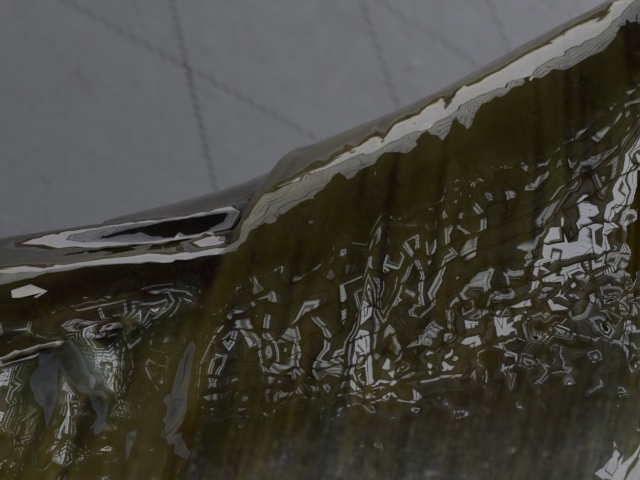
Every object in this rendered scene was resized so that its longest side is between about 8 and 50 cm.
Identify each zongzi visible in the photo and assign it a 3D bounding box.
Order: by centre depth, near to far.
[{"bbox_3d":[0.000,0.000,0.410,0.286,0.288,0.134,17,6,-21],"label":"zongzi"}]
